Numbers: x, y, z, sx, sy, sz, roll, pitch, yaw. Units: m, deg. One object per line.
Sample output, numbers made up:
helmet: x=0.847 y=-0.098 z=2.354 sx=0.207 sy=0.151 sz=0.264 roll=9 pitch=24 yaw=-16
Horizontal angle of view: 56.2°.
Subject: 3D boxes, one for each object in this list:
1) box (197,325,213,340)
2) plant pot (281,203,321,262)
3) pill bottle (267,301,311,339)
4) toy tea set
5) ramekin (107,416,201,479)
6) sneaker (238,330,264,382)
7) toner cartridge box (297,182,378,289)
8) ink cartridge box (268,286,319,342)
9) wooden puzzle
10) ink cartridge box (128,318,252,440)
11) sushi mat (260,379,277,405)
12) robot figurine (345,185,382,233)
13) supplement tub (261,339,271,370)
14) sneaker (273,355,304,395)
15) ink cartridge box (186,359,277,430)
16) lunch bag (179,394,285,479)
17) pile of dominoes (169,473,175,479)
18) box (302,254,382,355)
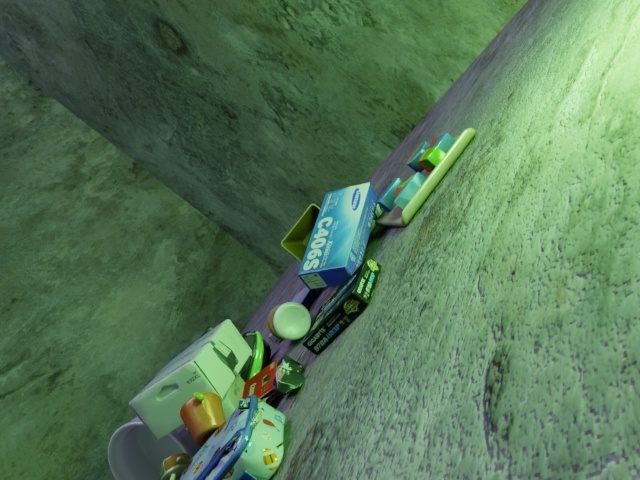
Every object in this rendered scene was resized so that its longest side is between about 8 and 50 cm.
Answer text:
box: x=-0.357 y=0.441 z=2.207 sx=0.077 sy=0.242 sz=0.307 roll=-52 pitch=5 yaw=1
plant pot: x=0.000 y=0.000 z=2.436 sx=0.212 sy=0.212 sz=0.187 roll=-51 pitch=-8 yaw=6
pill bottle: x=-0.105 y=0.257 z=1.902 sx=0.117 sy=0.117 sz=0.215 roll=-53 pitch=4 yaw=-14
toy tea set: x=-0.280 y=0.474 z=1.414 sx=0.336 sy=0.200 sz=0.124 roll=-53 pitch=46 yaw=19
ramekin: x=-0.453 y=0.610 z=1.720 sx=0.277 sy=0.277 sz=0.135 roll=-50 pitch=-2 yaw=22
sneaker: x=-0.339 y=0.475 z=1.838 sx=0.483 sy=0.202 sz=0.185 roll=-55 pitch=10 yaw=-1
toner cartridge box: x=0.059 y=-0.018 z=1.807 sx=0.165 sy=0.075 sz=0.348 roll=-11 pitch=43 yaw=30
ink cartridge box: x=-0.080 y=0.249 z=2.169 sx=0.223 sy=0.045 sz=0.224 roll=-56 pitch=7 yaw=-36
wooden puzzle: x=0.279 y=-0.184 z=1.745 sx=0.322 sy=0.080 sz=0.348 roll=-53 pitch=4 yaw=-4
ink cartridge box: x=-0.337 y=0.365 z=1.612 sx=0.223 sy=0.129 sz=0.307 roll=-34 pitch=5 yaw=13
sushi mat: x=-0.206 y=0.437 z=1.603 sx=0.316 sy=0.019 sz=0.151 roll=-33 pitch=5 yaw=34
robot figurine: x=0.097 y=-0.058 z=2.040 sx=0.209 sy=0.174 sz=0.278 roll=6 pitch=51 yaw=45
supplement tub: x=-0.244 y=0.418 z=2.038 sx=0.117 sy=0.117 sz=0.190 roll=-50 pitch=4 yaw=21
sneaker: x=-0.082 y=0.341 z=1.433 sx=0.077 sy=0.071 sz=0.178 roll=-63 pitch=-4 yaw=4
ink cartridge box: x=-0.229 y=0.404 z=1.605 sx=0.238 sy=0.060 sz=0.275 roll=-37 pitch=5 yaw=-1
lunch bag: x=-0.187 y=0.460 z=1.189 sx=0.303 sy=0.115 sz=0.243 roll=-52 pitch=7 yaw=9
pile of dominoes: x=-0.334 y=0.614 z=1.198 sx=0.251 sy=0.040 sz=0.196 roll=-94 pitch=9 yaw=-76
box: x=0.055 y=0.160 z=1.476 sx=0.220 sy=0.051 sz=0.175 roll=-50 pitch=5 yaw=32
